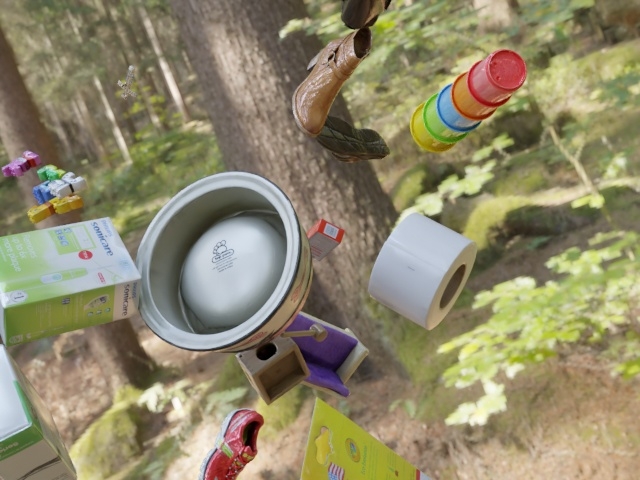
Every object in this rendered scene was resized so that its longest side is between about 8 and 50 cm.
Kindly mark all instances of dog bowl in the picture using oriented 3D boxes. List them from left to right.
[{"bbox_3d":[-0.198,0.063,1.848,0.407,0.408,0.150,-20,-29,17],"label":"dog bowl"}]

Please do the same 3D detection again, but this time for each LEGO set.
[{"bbox_3d":[-0.529,-0.089,1.605,0.093,0.087,0.227,-35,39,-30],"label":"LEGO set"}]

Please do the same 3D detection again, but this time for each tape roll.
[{"bbox_3d":[0.254,0.075,2.082,0.169,0.246,0.246,29,29,21],"label":"tape roll"}]

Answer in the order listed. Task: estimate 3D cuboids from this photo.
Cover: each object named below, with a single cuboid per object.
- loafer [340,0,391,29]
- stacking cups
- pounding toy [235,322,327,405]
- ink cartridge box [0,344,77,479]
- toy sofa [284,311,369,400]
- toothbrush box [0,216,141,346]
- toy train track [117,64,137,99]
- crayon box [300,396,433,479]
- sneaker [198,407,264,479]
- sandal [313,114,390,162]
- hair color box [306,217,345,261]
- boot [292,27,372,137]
[{"bbox_3d":[0.069,-0.350,1.246,0.080,0.078,0.220,11,7,-1],"label":"loafer"},{"bbox_3d":[0.237,-0.220,1.328,0.096,0.096,0.316,-23,-2,-16],"label":"stacking cups"},{"bbox_3d":[-0.088,0.251,1.981,0.206,0.181,0.094,-34,46,-14],"label":"pounding toy"},{"bbox_3d":[-0.628,0.386,1.741,0.121,0.211,0.289,-27,-35,-15],"label":"ink cartridge box"},{"bbox_3d":[-0.036,0.296,2.335,0.150,0.362,0.177,-55,38,10],"label":"toy sofa"},{"bbox_3d":[-0.549,0.081,1.779,0.283,0.206,0.122,-11,-43,-30],"label":"toothbrush box"},{"bbox_3d":[-0.378,-0.307,1.651,0.014,0.048,0.083,-44,-10,-44],"label":"toy train track"},{"bbox_3d":[0.085,0.398,1.260,0.081,0.318,0.202,-47,11,22],"label":"crayon box"},{"bbox_3d":[-0.224,0.563,2.189,0.118,0.107,0.279,-5,53,37],"label":"sneaker"},{"bbox_3d":[0.054,-0.193,1.693,0.060,0.090,0.219,-36,-23,33],"label":"sandal"},{"bbox_3d":[0.000,0.000,2.137,0.141,0.072,0.043,-42,25,59],"label":"hair color box"},{"bbox_3d":[0.025,-0.295,1.544,0.073,0.197,0.152,24,-30,-30],"label":"boot"}]
